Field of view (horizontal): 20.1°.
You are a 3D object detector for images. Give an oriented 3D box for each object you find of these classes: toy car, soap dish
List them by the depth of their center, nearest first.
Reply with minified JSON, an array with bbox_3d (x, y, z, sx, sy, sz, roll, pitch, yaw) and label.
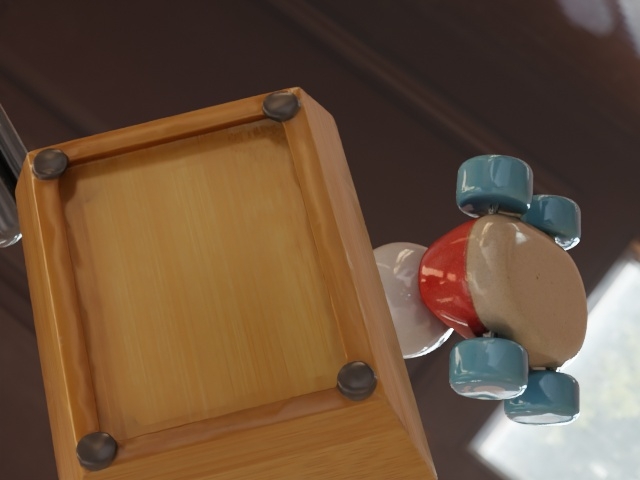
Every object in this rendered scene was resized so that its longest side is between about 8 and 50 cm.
[{"bbox_3d":[-0.071,0.045,1.152,0.229,0.291,0.118,-13,148,-3],"label":"soap dish"},{"bbox_3d":[0.117,0.061,1.744,0.210,0.238,0.219,30,57,-52],"label":"toy car"}]

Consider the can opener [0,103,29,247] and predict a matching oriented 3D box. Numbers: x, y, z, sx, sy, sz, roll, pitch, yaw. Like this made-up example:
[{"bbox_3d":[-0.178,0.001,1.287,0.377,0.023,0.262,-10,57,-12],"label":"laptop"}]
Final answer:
[{"bbox_3d":[-0.316,-0.129,1.569,0.074,0.280,0.093,-28,-179,-37],"label":"can opener"}]
